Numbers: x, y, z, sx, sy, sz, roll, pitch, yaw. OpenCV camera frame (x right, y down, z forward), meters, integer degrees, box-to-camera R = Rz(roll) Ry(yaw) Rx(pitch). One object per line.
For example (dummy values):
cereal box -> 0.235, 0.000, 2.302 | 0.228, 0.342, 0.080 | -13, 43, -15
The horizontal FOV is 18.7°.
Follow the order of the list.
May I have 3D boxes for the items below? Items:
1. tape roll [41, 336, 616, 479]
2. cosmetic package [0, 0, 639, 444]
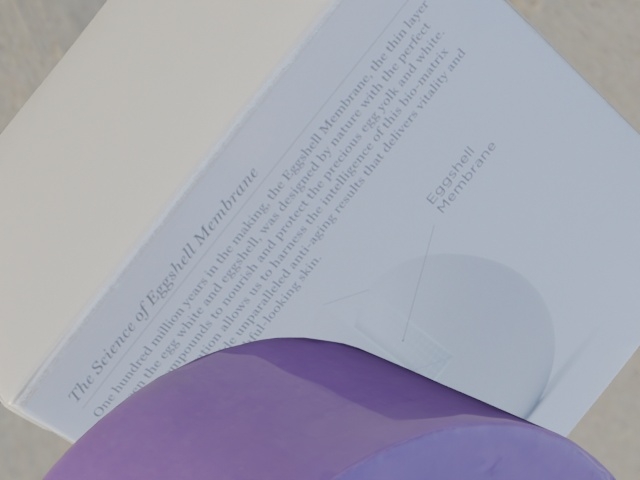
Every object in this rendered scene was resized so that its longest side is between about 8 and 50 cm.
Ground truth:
tape roll -> 0.000, 0.126, 0.523 | 0.189, 0.080, 0.189 | -15, 114, -37
cosmetic package -> 0.000, 0.000, 0.773 | 0.224, 0.138, 0.224 | -51, 129, 0
